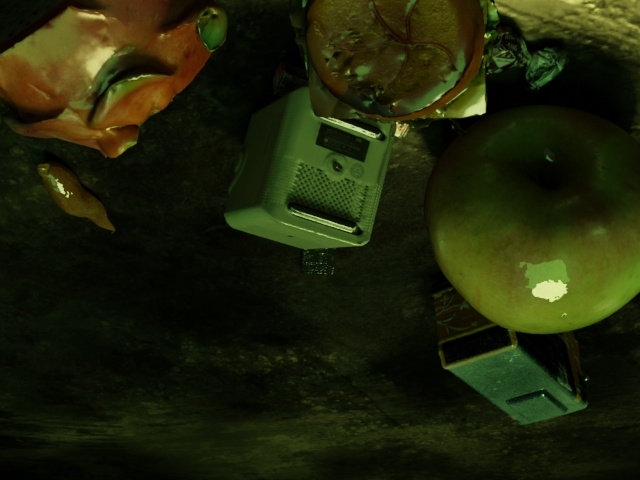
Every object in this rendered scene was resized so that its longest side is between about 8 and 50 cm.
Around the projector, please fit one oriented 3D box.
[{"bbox_3d":[-0.022,-0.087,1.105,0.163,0.177,0.242,18,171,-18],"label":"projector"}]

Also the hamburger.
[{"bbox_3d":[0.089,-0.238,0.930,0.243,0.138,0.261,6,113,16],"label":"hamburger"}]

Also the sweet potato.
[{"bbox_3d":[-0.382,-0.063,1.311,0.056,0.056,0.195,-14,145,20],"label":"sweet potato"}]

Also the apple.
[{"bbox_3d":[0.299,-0.022,1.129,0.319,0.319,0.277,0,147,3],"label":"apple"}]

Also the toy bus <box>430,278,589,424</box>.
[{"bbox_3d":[0.349,0.193,1.510,0.162,0.194,0.323,-24,136,29],"label":"toy bus"}]

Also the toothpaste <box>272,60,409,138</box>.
[{"bbox_3d":[0.031,-0.191,1.128,0.196,0.047,0.040,16,127,-19],"label":"toothpaste"}]

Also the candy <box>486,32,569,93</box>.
[{"bbox_3d":[0.202,-0.241,1.051,0.226,0.051,0.094,13,153,-12],"label":"candy"}]

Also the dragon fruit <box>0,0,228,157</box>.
[{"bbox_3d":[-0.224,-0.221,0.883,0.291,0.290,0.189,-22,134,29],"label":"dragon fruit"}]

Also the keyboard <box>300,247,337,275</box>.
[{"bbox_3d":[0.000,0.000,1.411,0.061,0.013,0.204,3,144,-2],"label":"keyboard"}]
